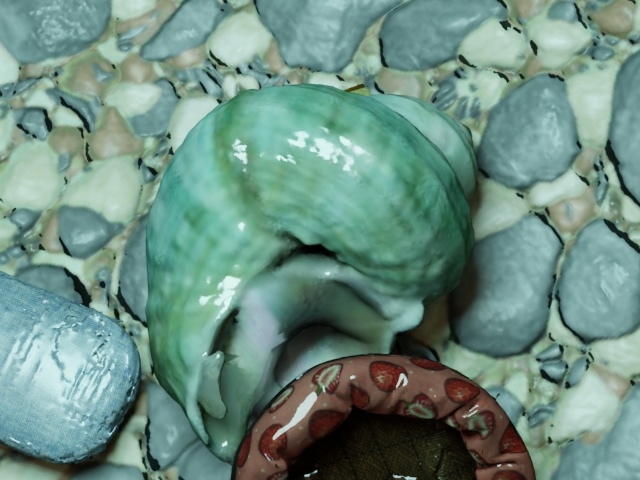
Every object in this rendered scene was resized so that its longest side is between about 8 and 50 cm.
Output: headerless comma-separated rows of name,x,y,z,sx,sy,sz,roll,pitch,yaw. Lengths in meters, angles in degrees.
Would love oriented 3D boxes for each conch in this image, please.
conch,0.000,0.000,1.206,0.277,0.195,0.220,-43,111,-27

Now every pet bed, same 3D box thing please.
pet bed,0.038,0.162,1.169,0.201,0.053,0.201,-1,103,-5

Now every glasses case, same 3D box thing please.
glasses case,-0.254,0.063,1.279,0.282,0.067,0.109,19,75,16

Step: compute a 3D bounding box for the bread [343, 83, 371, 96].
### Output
bread,0.000,-0.075,1.291,0.083,0.036,0.047,-19,74,7
